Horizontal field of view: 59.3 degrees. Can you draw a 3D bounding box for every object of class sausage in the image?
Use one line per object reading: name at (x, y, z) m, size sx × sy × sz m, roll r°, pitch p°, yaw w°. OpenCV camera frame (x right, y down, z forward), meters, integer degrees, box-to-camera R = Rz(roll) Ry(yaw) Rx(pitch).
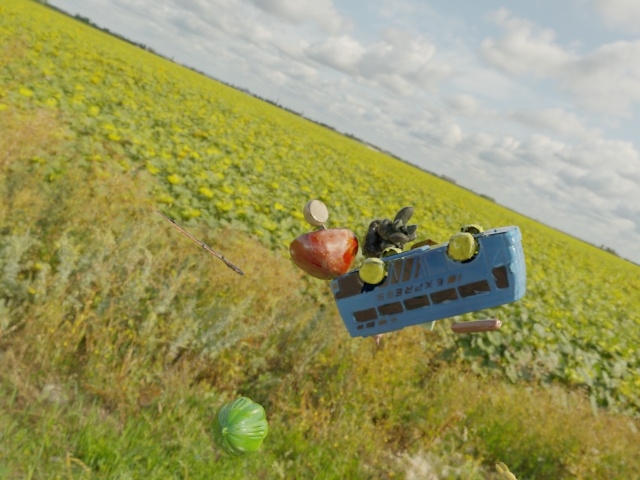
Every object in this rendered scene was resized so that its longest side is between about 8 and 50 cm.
sausage at (0.414, 0.231, 1.513) m, size 0.030 × 0.035 × 0.147 m, roll 30°, pitch -32°, yaw -36°

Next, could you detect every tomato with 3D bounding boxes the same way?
tomato at (0.021, 0.058, 1.853) m, size 0.233 × 0.200 × 0.139 m, roll -8°, pitch 62°, yaw -11°

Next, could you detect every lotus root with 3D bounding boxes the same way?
lotus root at (-0.267, 0.571, 1.700) m, size 0.186 × 0.186 × 0.186 m, roll 22°, pitch 11°, yaw -5°

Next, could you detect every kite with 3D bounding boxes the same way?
kite at (-0.186, 0.009, 0.910) m, size 0.189 × 0.009 × 0.232 m, roll 31°, pitch -10°, yaw 32°

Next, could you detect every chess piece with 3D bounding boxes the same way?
chess piece at (-0.014, -0.084, 1.726) m, size 0.084 × 0.083 × 0.038 m, roll 16°, pitch -31°, yaw -32°

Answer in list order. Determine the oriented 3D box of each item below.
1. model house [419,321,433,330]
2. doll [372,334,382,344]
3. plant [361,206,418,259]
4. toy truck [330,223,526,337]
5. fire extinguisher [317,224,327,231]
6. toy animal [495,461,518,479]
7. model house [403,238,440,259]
model house at (0.353, 0.241, 2.041) m, size 0.149 × 0.100 × 0.127 m, roll 11°, pitch 29°, yaw 19°
doll at (0.223, 0.297, 2.283) m, size 0.093 × 0.211 × 0.262 m, roll -1°, pitch 54°, yaw 4°
plant at (0.239, -0.008, 1.914) m, size 0.149 × 0.146 × 0.274 m, roll 12°, pitch -23°, yaw -14°
toy truck at (0.221, 0.078, 1.135) m, size 0.385 × 0.162 × 0.161 m, roll -18°, pitch 0°, yaw 24°
fire extinguisher at (0.000, 0.000, 2.075) m, size 0.078 × 0.157 × 0.045 m, roll 44°, pitch 48°, yaw 8°
toy animal at (0.696, 0.879, 2.044) m, size 0.083 × 0.070 × 0.159 m, roll -6°, pitch 30°, yaw -21°
model house at (0.330, 0.095, 1.853) m, size 0.136 × 0.207 × 0.219 m, roll 9°, pitch 15°, yaw -47°
